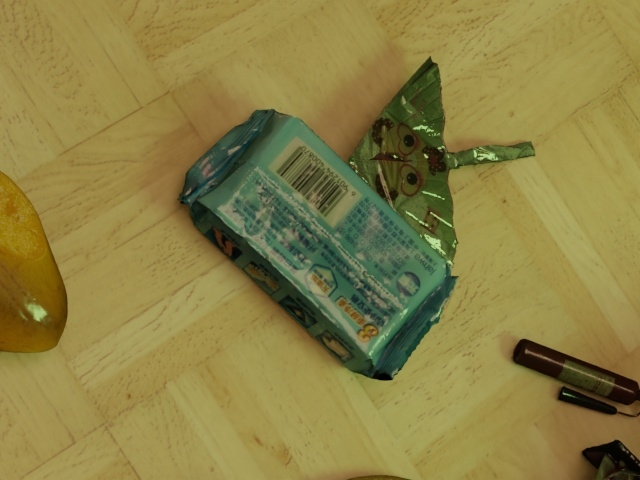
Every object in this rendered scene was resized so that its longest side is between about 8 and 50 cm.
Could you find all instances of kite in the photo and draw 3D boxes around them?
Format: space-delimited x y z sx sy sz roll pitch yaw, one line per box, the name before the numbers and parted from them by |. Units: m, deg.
kite | 0.133 -0.085 1.976 0.250 0.012 0.229 -5 86 -31

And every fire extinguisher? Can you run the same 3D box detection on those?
fire extinguisher | 0.285 0.155 1.980 0.173 0.035 0.049 21 67 -11

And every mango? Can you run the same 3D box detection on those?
mango | -0.324 0.019 1.760 0.217 0.102 0.141 49 43 -6

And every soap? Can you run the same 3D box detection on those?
soap | 0.000 0.000 1.891 0.293 0.077 0.156 45 67 -4

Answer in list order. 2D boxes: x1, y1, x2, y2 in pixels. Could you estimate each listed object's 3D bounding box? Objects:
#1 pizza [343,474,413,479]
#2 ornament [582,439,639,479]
pizza | 0.077 0.302 1.863 0.178 0.041 0.131 31 70 -10
ornament | 0.256 0.296 1.906 0.203 0.088 0.081 -40 91 -22
